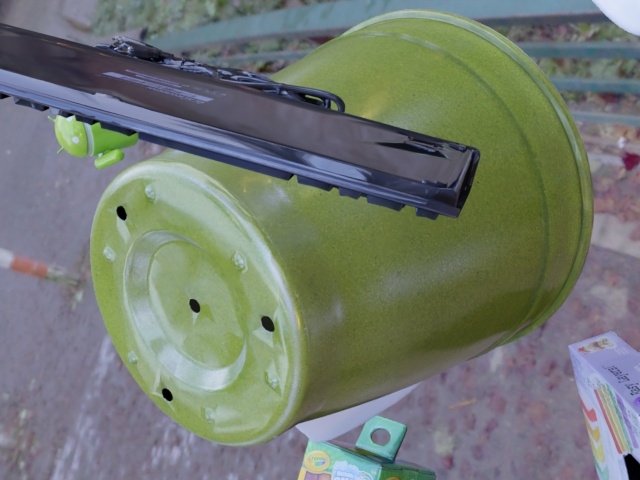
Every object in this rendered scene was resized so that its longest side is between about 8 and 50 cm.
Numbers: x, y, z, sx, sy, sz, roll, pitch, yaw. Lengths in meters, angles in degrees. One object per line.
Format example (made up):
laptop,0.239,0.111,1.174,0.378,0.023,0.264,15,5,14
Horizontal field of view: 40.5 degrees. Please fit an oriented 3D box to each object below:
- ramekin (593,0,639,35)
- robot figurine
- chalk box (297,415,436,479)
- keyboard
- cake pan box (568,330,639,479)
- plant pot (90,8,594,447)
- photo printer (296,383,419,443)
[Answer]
ramekin,0.287,-0.330,0.738,0.135,0.277,0.277,-25,40,4
robot figurine,-0.263,-0.137,1.035,0.067,0.115,0.101,-14,93,64
chalk box,0.074,0.459,1.554,0.180,0.179,0.289,8,80,43
keyboard,-0.072,-0.073,0.465,0.201,0.317,0.033,-46,-28,-69
cake pan box,0.366,0.255,0.967,0.267,0.070,0.246,-91,-16,-80
plant pot,0.000,0.000,0.786,0.366,0.353,0.366,18,120,35
photo printer,0.039,0.204,1.402,0.256,0.307,0.107,-31,54,-1
